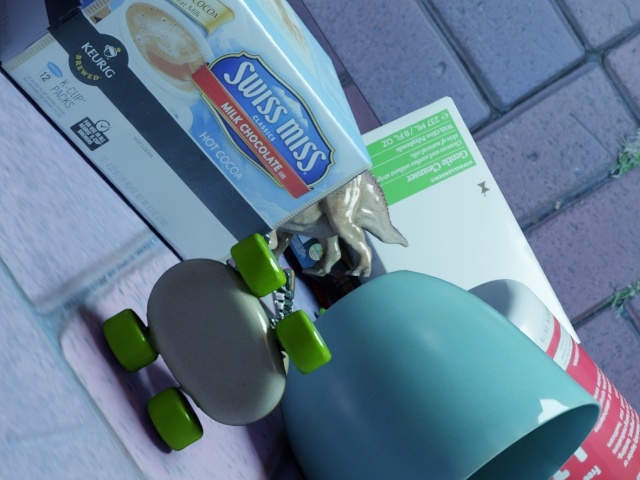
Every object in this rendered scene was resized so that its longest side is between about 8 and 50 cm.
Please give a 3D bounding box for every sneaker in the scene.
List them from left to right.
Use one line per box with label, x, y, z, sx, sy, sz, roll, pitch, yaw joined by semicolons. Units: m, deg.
sneaker;-0.057;0.064;1.788;0.178;0.077;0.072;61;13;13

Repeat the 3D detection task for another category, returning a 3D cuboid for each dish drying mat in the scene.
dish drying mat;-0.004;0.059;2.210;0.032;0.008;0.083;48;14;-47

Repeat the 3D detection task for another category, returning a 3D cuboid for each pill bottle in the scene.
pill bottle;0.273;0.260;1.948;0.408;0.229;0.229;48;13;-16

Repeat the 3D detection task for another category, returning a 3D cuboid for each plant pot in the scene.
plant pot;0.096;0.173;1.667;0.235;0.293;0.293;50;8;21

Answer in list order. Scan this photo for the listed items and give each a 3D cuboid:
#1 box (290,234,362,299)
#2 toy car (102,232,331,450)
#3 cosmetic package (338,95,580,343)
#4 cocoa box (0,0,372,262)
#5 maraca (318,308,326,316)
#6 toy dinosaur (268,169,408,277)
box;0.000;0.000;2.256;0.159;0.044;0.233;59;8;24
toy car;-0.081;0.092;1.449;0.149;0.155;0.188;60;2;8
cosmetic package;0.157;0.026;2.150;0.365;0.197;0.155;61;-14;9
cocoa box;-0.142;-0.186;1.699;0.347;0.228;0.231;50;14;-36
maraca;0.058;0.129;2.073;0.127;0.099;0.185;40;-4;-19
toy dinosaur;-0.019;-0.063;1.941;0.127;0.295;0.200;168;-70;-76
